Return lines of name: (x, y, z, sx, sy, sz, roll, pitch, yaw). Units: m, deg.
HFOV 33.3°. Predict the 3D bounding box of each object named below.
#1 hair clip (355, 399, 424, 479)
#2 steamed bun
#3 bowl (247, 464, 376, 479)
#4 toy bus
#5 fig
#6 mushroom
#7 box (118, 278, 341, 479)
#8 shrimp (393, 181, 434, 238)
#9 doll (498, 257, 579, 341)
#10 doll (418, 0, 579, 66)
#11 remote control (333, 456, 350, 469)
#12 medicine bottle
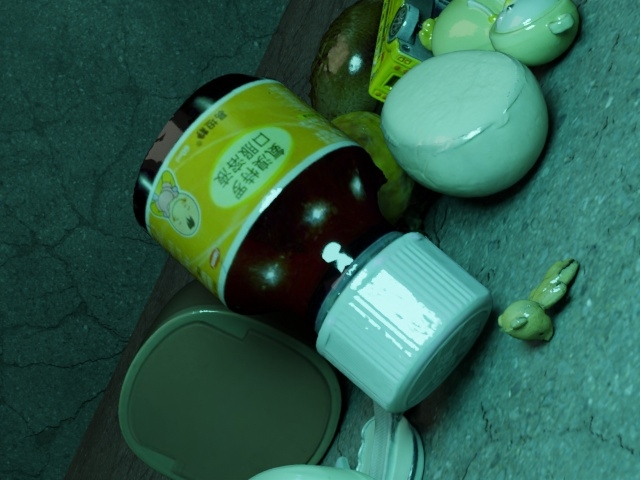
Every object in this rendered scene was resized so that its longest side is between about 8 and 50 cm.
hair clip: (0.069, 0.253, 1.216, 0.140, 0.054, 0.220, -38, 34, 51)
steamed bun: (0.171, -0.129, 1.249, 0.177, 0.131, 0.228, -45, 32, -9)
bowl: (-0.047, 0.359, 1.131, 0.277, 0.145, 0.277, -35, 42, 38)
toy bus: (0.166, -0.348, 1.598, 0.152, 0.144, 0.330, -47, 26, 52)
fig: (0.073, -0.102, 1.408, 0.257, 0.159, 0.159, -33, -18, -54)
mushroom: (0.067, -0.285, 1.769, 0.253, 0.153, 0.253, 22, -90, -87)
box: (-0.123, 0.187, 1.509, 0.301, 0.301, 0.216, -61, 12, 19)
shrimp: (0.137, -0.026, 1.378, 0.233, 0.071, 0.365, -54, 14, 21)
doll: (0.211, 0.054, 1.032, 0.061, 0.051, 0.093, 148, 145, -74)
doll: (0.225, -0.268, 1.328, 0.141, 0.117, 0.296, -31, 11, -14)
remote control: (-0.002, 0.351, 1.338, 0.166, 0.029, 0.065, -62, 17, 14)
medicine bottle: (0.000, 0.000, 1.181, 0.242, 0.395, 0.242, -46, -20, -23)
